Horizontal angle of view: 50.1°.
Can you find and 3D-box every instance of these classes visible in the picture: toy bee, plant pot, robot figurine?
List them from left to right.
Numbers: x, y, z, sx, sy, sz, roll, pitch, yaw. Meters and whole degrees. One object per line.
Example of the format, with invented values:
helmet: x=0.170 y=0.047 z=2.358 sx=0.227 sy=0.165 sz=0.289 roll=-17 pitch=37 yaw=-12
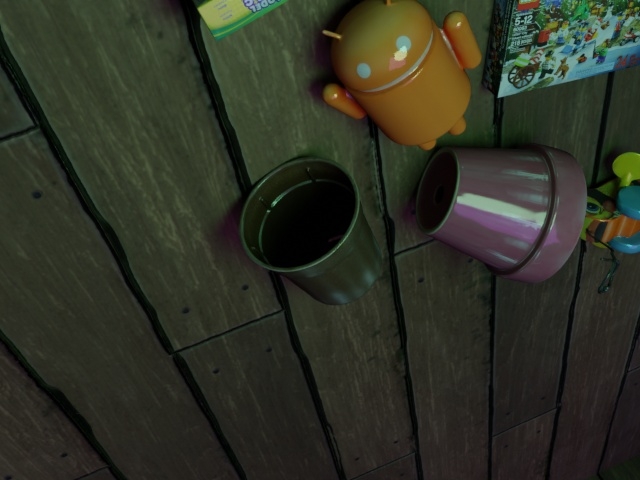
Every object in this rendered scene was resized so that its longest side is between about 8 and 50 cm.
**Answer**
plant pot: x=0.000 y=0.000 z=0.931 sx=0.167 sy=0.167 sz=0.165 roll=-33 pitch=145 yaw=4
robot figurine: x=0.094 y=-0.197 z=0.808 sx=0.219 sy=0.158 sz=0.128 roll=41 pitch=70 yaw=-45
plant pot: x=0.245 y=-0.053 z=0.985 sx=0.180 sy=0.201 sz=0.201 roll=13 pitch=124 yaw=-17
toy bee: x=0.475 y=-0.059 z=1.134 sx=0.298 sy=0.162 sz=0.195 roll=-18 pitch=133 yaw=-47

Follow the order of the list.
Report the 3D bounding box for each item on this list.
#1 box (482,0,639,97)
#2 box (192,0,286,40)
box: x=0.335 y=-0.289 z=0.903 sx=0.233 sy=0.044 sz=0.159 roll=-15 pitch=135 yaw=-14
box: x=-0.045 y=-0.275 z=0.681 sx=0.179 sy=0.105 sz=0.043 roll=-31 pitch=130 yaw=3
